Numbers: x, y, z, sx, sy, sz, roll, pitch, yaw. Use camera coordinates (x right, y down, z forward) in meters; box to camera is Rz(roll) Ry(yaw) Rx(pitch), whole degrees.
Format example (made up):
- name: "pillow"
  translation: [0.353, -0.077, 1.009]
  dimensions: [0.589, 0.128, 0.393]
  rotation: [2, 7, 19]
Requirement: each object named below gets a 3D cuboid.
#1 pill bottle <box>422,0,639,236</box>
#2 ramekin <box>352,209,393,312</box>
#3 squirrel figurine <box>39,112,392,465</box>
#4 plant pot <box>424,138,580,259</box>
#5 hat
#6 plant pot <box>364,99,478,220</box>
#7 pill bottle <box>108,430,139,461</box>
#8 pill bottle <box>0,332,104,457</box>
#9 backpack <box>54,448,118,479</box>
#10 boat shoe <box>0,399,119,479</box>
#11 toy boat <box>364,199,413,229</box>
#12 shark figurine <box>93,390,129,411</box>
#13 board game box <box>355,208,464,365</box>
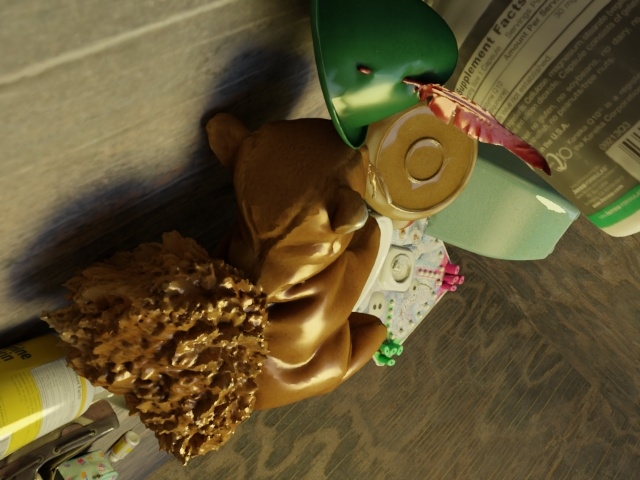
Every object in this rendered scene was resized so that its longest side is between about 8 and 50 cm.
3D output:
- name: "pill bottle"
  translation: [0.251, -0.194, 0.512]
  dimensions: [0.204, 0.361, 0.204]
  rotation: [-41, 167, -11]
- name: "ramekin"
  translation: [0.010, 0.045, 0.941]
  dimensions: [0.277, 0.135, 0.277]
  rotation: [-45, 154, -29]
- name: "squirrel figurine"
  translation: [-0.073, 0.051, 0.558]
  dimensions: [0.397, 0.281, 0.370]
  rotation: [-38, 160, -35]
- name: "plant pot"
  translation: [0.413, -0.105, 1.038]
  dimensions: [0.248, 0.252, 0.247]
  rotation: [-47, 158, -37]
- name: "hat"
  translation: [0.110, -0.167, 0.420]
  dimensions: [0.208, 0.184, 0.172]
  rotation: [32, 60, -68]
- name: "plant pot"
  translation: [0.173, -0.140, 0.832]
  dimensions: [0.236, 0.236, 0.032]
  rotation: [-44, -152, 3]
- name: "pill bottle"
  translation: [-0.524, 0.548, 1.292]
  dimensions: [0.083, 0.043, 0.043]
  rotation: [-45, 168, 7]
- name: "pill bottle"
  translation: [-0.312, 0.159, 0.519]
  dimensions: [0.103, 0.103, 0.184]
  rotation: [-49, 167, 23]
- name: "backpack"
  translation: [-0.531, 0.547, 1.043]
  dimensions: [0.166, 0.144, 0.188]
  rotation: [-51, 170, 8]
- name: "boat shoe"
  translation: [-0.447, 0.349, 0.748]
  dimensions: [0.285, 0.092, 0.103]
  rotation: [-38, 167, -22]
- name: "toy boat"
  translation: [0.191, -0.134, 0.983]
  dimensions: [0.151, 0.151, 0.231]
  rotation: [-21, 158, -31]
- name: "shark figurine"
  translation: [-0.274, 0.191, 0.734]
  dimensions: [0.278, 0.116, 0.166]
  rotation: [-31, 164, -40]
- name: "board game box"
  translation: [0.218, 0.079, 1.313]
  dimensions: [0.390, 0.390, 0.050]
  rotation: [-42, -151, -27]
